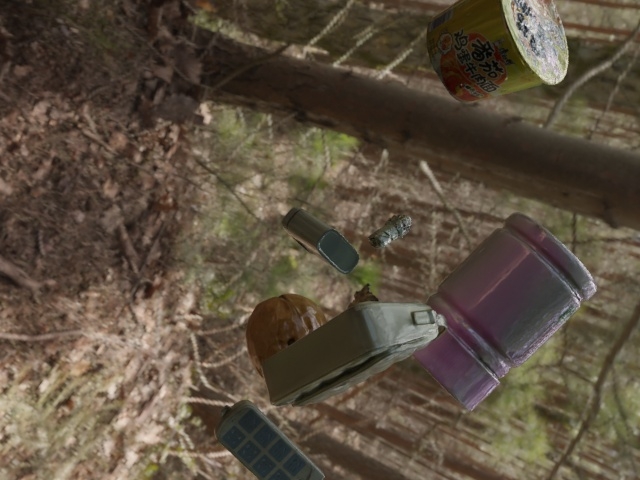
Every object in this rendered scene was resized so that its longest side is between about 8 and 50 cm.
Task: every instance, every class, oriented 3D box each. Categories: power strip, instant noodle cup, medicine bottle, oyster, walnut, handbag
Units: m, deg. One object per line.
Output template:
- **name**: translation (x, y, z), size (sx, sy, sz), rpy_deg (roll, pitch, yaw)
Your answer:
- **power strip**: translation (-0.077, 0.346, 1.267), size (0.080, 0.029, 0.227), rpy_deg (-45, 105, -9)
- **instant noodle cup**: translation (0.355, -0.405, 1.622), size (0.264, 0.200, 0.264), rpy_deg (20, 62, -43)
- **medicine bottle**: translation (0.318, 0.129, 1.454), size (0.325, 0.212, 0.212), rpy_deg (-45, 147, 1)
- **oyster**: translation (0.099, 0.179, 1.884), size (0.072, 0.133, 0.209), rpy_deg (-26, 179, -15)
- **walnut**: translation (-0.071, 0.234, 1.819), size (0.195, 0.195, 0.221), rpy_deg (-2, 79, -56)
- **handbag**: translation (0.062, 0.160, 1.108), size (0.219, 0.079, 0.256), rpy_deg (2, 152, -42)

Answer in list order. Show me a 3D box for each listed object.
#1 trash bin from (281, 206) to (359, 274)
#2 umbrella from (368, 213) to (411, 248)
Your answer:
- **trash bin**: translation (0.000, 0.000, 1.532), size (0.059, 0.130, 0.116), rpy_deg (-51, 129, -5)
- **umbrella**: translation (0.182, -0.024, 2.005), size (0.143, 0.062, 0.067), rpy_deg (-34, 166, -37)
